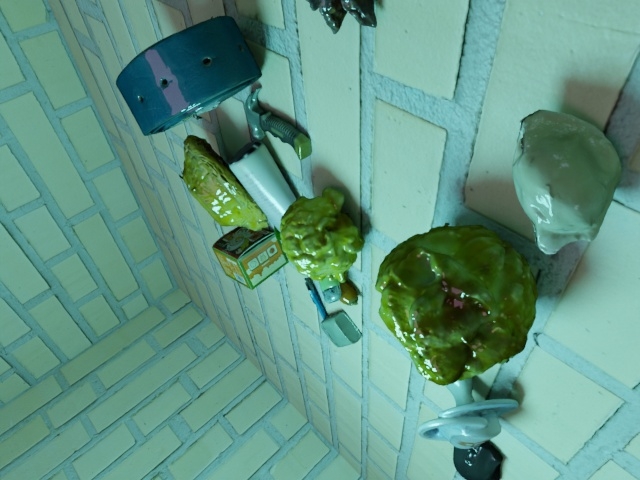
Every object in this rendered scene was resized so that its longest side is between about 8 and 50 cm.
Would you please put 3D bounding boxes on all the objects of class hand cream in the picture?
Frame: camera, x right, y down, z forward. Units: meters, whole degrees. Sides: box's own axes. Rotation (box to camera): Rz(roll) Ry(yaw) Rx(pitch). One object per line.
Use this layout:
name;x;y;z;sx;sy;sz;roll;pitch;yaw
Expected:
hand cream;0.019;0.097;1.384;0.095;0.045;0.175;-34;64;50
hand cream;-0.127;-0.119;1.376;0.185;0.118;0.359;4;133;55

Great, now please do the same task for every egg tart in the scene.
egg tart;-0.329;-0.177;1.487;0.340;0.153;0.351;51;177;25

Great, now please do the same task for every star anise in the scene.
star anise;0.015;-0.443;0.755;0.231;0.089;0.209;15;128;35

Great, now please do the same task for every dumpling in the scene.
dumpling;0.336;-0.082;0.640;0.118;0.136;0.199;-85;-13;-78

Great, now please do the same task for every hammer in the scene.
hammer;-0.113;-0.290;1.200;0.226;0.041;0.159;39;152;29

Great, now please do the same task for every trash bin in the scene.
trash bin;0.068;0.307;1.601;0.116;0.059;0.130;51;153;0

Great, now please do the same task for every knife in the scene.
knife;0.001;0.248;1.666;0.044;0.026;0.297;-108;-6;-66

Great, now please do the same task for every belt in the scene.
belt;-0.316;-0.383;1.131;0.436;0.300;0.173;11;130;58

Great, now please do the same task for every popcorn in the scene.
popcorn;0.008;-0.009;1.185;0.235;0.217;0.181;43;179;6
popcorn;0.250;0.105;0.846;0.247;0.281;0.282;-100;-10;-62

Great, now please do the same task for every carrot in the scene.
carrot;0.022;0.112;1.453;0.271;0.066;0.062;39;107;32

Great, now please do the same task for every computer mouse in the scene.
computer mouse;0.451;0.653;1.372;0.147;0.088;0.264;26;140;39

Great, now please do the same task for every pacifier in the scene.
pacifier;0.349;0.401;1.171;0.279;0.227;0.208;101;167;-56

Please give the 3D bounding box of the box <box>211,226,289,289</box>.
box;-0.255;0.048;1.683;0.194;0.177;0.148;19;138;49

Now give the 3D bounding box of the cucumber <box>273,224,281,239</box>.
cucumber;-0.137;-0.053;1.531;0.037;0.037;0.155;41;151;23
